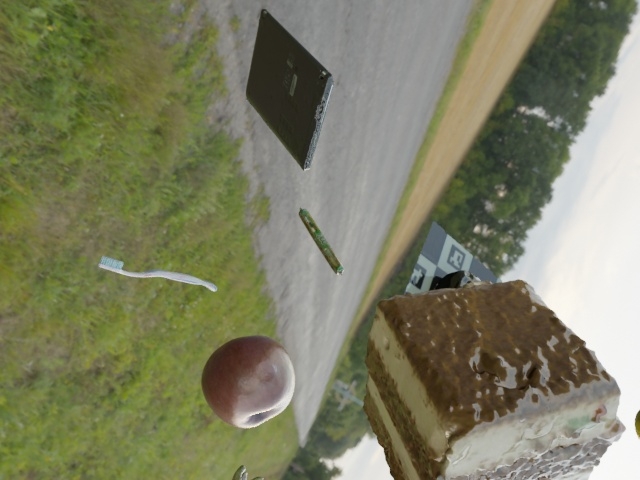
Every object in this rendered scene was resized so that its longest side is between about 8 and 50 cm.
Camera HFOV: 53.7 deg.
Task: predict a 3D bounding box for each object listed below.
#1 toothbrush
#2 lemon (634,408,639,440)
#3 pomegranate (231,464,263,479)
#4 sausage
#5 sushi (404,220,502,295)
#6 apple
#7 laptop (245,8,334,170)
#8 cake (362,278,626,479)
[{"bbox_3d":[-0.303,0.068,1.212,0.269,0.021,0.027,19,98,-47],"label":"toothbrush"},{"bbox_3d":[0.725,0.395,1.339,0.109,0.133,0.109,-23,-159,9],"label":"lemon"},{"bbox_3d":[-0.187,0.602,1.197,0.286,0.231,0.231,-44,163,-42],"label":"pomegranate"},{"bbox_3d":[0.000,0.000,1.798,0.033,0.269,0.032,-22,146,-16],"label":"sausage"},{"bbox_3d":[0.327,0.174,1.235,0.100,0.373,0.296,-14,-135,54],"label":"sushi"},{"bbox_3d":[-0.208,0.423,1.888,0.306,0.235,0.305,-22,152,-12],"label":"apple"},{"bbox_3d":[-0.044,-0.186,0.773,0.016,0.180,0.129,-9,135,-30],"label":"laptop"},{"bbox_3d":[0.217,0.224,0.877,0.282,0.256,0.290,-118,-156,-50],"label":"cake"}]
